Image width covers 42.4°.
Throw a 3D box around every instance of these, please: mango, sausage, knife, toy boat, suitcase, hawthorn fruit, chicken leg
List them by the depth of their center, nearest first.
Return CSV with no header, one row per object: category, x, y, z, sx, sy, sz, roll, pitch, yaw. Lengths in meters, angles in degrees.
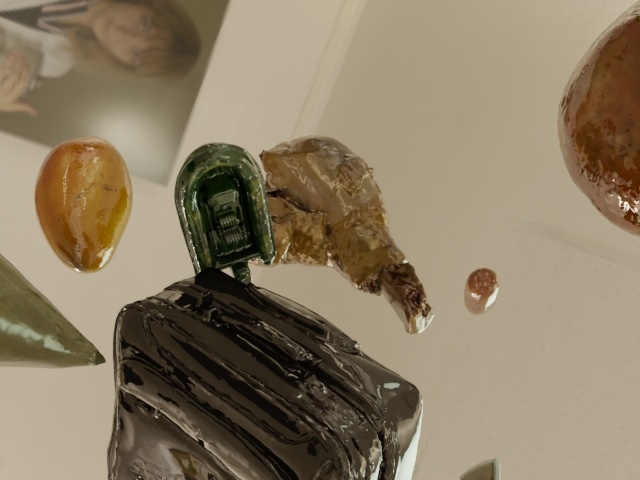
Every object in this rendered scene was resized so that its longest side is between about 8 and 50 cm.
suitcase,-0.070,0.220,0.885,0.345,0.188,0.339,28,-58,34
toy boat,-0.107,-0.028,0.931,0.210,0.104,0.052,84,-15,-44
mango,-0.324,-0.049,1.140,0.112,0.145,0.219,-27,-132,22
hawthorn fruit,0.552,-0.201,1.195,0.403,0.402,0.403,-45,-145,44
chicken leg,0.000,0.000,1.229,0.409,0.295,0.182,52,-42,35
knife,0.295,0.503,1.666,0.343,0.027,0.061,111,-36,-57
sausage,0.350,0.115,1.802,0.197,0.076,0.076,70,30,-71

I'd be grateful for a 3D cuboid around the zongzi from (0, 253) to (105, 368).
zongzi,-0.414,0.071,0.608,0.356,0.393,0.174,-49,-175,-37
